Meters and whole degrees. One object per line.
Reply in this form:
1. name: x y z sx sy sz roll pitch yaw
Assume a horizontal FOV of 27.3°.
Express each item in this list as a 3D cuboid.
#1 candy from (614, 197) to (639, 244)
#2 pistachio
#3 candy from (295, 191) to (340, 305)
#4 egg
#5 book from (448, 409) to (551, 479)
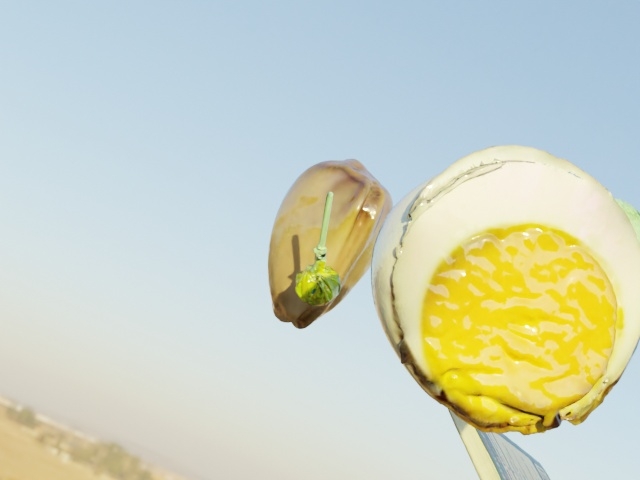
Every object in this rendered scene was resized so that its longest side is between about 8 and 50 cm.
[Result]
1. candy: 0.317 0.122 1.823 0.119 0.119 0.440 24 -55 -2
2. pistachio: 0.000 0.000 1.961 0.163 0.260 0.213 32 4 -18
3. candy: 0.002 0.010 1.734 0.062 0.058 0.194 1 -48 -7
4. egg: 0.180 0.047 1.329 0.286 0.264 0.174 36 -4 -13
5. book: 0.282 0.347 1.827 0.264 0.027 0.202 40 20 -45
